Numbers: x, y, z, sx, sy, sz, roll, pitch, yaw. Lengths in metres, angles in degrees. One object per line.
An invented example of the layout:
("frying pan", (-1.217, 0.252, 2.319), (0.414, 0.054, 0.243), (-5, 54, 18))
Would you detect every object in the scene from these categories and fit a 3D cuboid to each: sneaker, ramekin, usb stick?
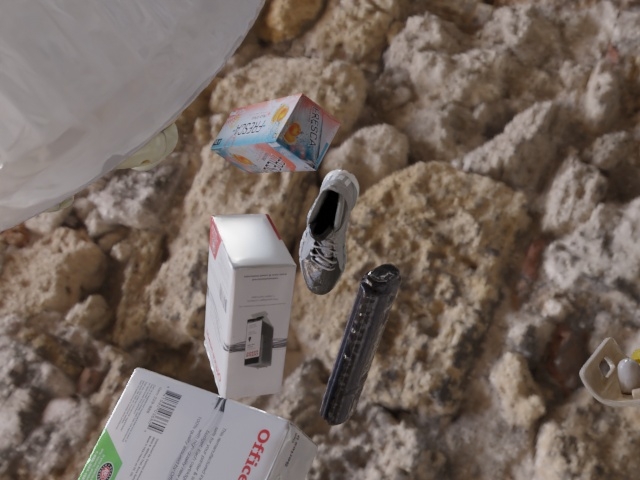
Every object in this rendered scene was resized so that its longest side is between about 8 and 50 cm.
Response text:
("sneaker", (0.000, 0.000, 1.292), (0.132, 0.086, 0.228), (-51, -27, -69))
("ramekin", (-0.176, -0.143, 0.410), (0.277, 0.277, 0.135), (-60, -44, -24))
("usb stick", (0.055, 0.154, 1.101), (0.077, 0.045, 0.278), (-27, -39, -45))

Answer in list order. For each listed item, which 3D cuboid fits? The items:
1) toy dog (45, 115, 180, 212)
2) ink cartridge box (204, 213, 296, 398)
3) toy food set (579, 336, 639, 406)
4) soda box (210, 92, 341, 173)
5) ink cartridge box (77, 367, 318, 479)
("toy dog", (-0.392, -0.154, 1.071), (0.408, 0.395, 0.284), (-35, -64, -38))
("ink cartridge box", (-0.066, 0.057, 0.690), (0.056, 0.099, 0.135), (-3, -60, -19))
("toy food set", (0.553, 0.152, 1.124), (0.220, 0.306, 0.092), (-15, -89, -59))
("soda box", (-0.055, -0.116, 0.871), (0.058, 0.183, 0.063), (34, -103, -26))
("ink cartridge box", (-0.180, 0.333, 1.121), (0.211, 0.289, 0.121), (-65, -32, -21))
